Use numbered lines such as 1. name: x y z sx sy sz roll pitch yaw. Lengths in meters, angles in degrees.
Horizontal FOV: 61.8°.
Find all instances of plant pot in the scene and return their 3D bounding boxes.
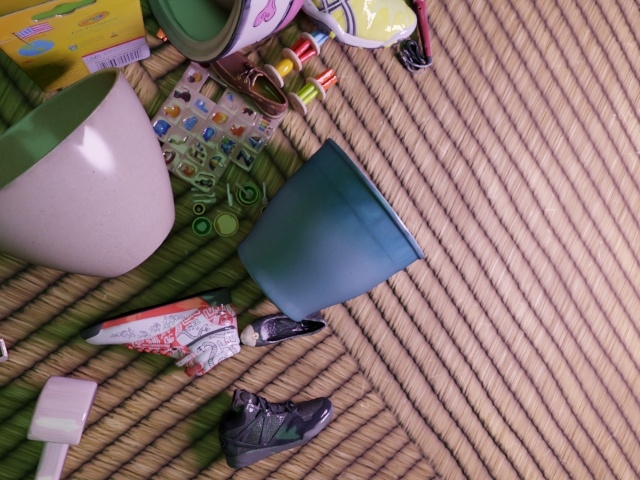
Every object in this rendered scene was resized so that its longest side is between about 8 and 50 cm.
1. plant pot: 0.000 0.000 0.964 0.255 0.271 0.271 -38 101 4

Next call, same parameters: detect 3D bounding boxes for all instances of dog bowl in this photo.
1. dog bowl: -0.161 -0.500 0.843 0.150 0.408 0.407 -22 97 -32

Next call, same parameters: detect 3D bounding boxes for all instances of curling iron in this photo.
1. curling iron: 0.193 -0.484 1.106 0.068 0.035 0.273 -3 93 -15

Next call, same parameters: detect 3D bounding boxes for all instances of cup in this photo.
1. cup: -0.374 -0.077 0.851 0.331 0.331 0.237 -43 127 -10

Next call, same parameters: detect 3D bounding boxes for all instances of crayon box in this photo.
1. crayon box: -0.376 -0.332 0.812 0.202 0.318 0.081 -25 98 -13

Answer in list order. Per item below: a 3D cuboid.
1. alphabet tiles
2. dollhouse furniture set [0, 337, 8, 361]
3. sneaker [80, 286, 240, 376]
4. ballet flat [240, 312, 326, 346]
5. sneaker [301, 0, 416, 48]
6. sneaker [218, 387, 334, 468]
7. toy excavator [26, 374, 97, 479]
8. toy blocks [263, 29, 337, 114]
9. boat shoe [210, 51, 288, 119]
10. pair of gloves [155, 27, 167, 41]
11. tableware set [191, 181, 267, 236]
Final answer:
1. alphabet tiles: -0.200 -0.215 1.010 0.198 0.009 0.237 32 77 -14
2. dollhouse furniture set: -0.636 0.136 0.892 0.161 0.101 0.181 -16 96 -39
3. sneaker: -0.280 0.187 0.970 0.270 0.090 0.144 -14 93 -17
4. ballet flat: -0.071 0.167 1.033 0.173 0.049 0.057 -10 93 -26
5. sneaker: 0.021 -0.492 0.987 0.385 0.147 0.145 23 62 -16
6. sneaker: -0.089 0.333 1.027 0.228 0.087 0.130 -19 103 -8
7. toy excavator: -0.488 0.508 0.873 0.223 0.445 0.432 13 129 -16
8. toy blocks: -0.017 -0.338 1.045 0.148 0.054 0.123 -44 101 -10
9. boat shoe: -0.130 -0.304 1.003 0.178 0.060 0.064 40 75 -12
10. pair of gloves: -0.259 -0.393 1.001 0.083 0.010 0.074 28 83 -17
11. tableware set: -0.171 -0.060 1.027 0.154 0.024 0.103 -5 93 -15
